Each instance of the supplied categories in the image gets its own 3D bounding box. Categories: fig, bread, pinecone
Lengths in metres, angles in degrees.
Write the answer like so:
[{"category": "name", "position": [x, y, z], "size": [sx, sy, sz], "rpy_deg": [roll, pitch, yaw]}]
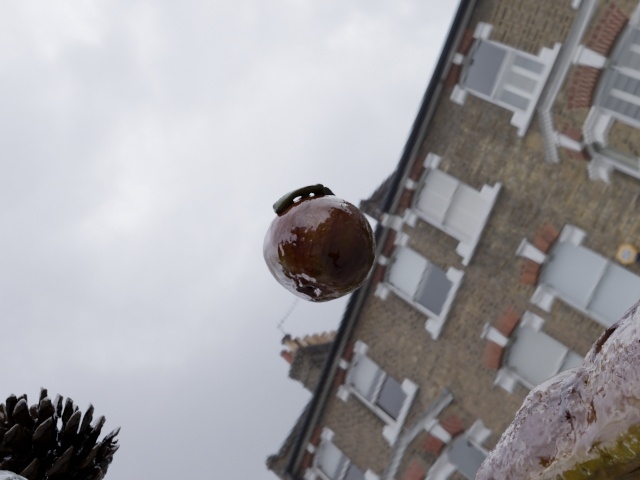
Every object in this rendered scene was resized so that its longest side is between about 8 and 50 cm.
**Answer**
[{"category": "fig", "position": [0.001, 0.001, 1.269], "size": [0.205, 0.205, 0.205], "rpy_deg": [-26, -47, -32]}, {"category": "bread", "position": [0.280, 0.159, 0.727], "size": [0.380, 0.109, 0.185], "rpy_deg": [-55, 10, 41]}, {"category": "pinecone", "position": [-0.372, 0.293, 0.999], "size": [0.208, 0.208, 0.207], "rpy_deg": [-26, -47, -32]}]

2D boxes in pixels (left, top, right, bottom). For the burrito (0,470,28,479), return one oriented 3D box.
[{"category": "burrito", "position": [-0.437, 0.289, 0.662], "size": [0.446, 0.139, 0.101], "rpy_deg": [-18, -75, 11]}]
